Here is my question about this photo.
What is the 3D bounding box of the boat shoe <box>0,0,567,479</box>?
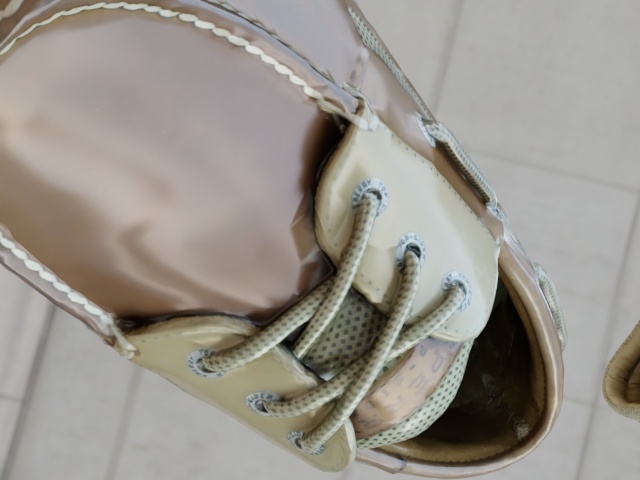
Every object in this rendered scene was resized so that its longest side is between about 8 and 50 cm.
[{"bbox_3d":[0.000,0.000,0.485,0.122,0.120,0.324,-44,153,10],"label":"boat shoe"}]

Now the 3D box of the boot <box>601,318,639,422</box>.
[{"bbox_3d":[0.305,0.058,0.921,0.262,0.203,0.095,-40,-147,46],"label":"boot"}]
